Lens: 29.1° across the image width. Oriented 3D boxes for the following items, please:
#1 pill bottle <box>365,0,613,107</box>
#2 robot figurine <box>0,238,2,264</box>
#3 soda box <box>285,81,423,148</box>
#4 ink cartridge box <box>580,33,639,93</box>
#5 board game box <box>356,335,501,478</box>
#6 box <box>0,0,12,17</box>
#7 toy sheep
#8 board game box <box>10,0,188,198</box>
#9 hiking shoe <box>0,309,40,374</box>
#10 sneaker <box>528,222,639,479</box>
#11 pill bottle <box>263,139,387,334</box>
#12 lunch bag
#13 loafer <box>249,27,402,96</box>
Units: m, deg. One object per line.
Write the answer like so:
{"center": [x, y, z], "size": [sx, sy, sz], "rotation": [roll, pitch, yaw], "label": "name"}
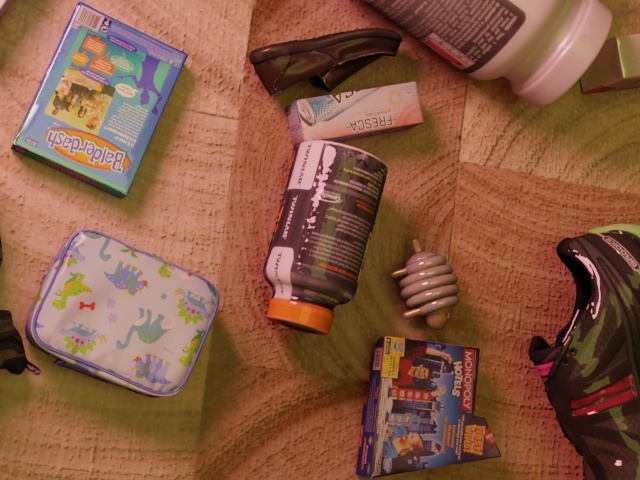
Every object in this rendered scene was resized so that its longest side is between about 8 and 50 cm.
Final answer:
{"center": [0.211, -0.354, 1.714], "size": [0.363, 0.210, 0.210], "rotation": [34, 75, -13], "label": "pill bottle"}
{"center": [-0.476, -0.022, 1.458], "size": [0.174, 0.209, 0.278], "rotation": [-7, 74, -10], "label": "robot figurine"}
{"center": [0.049, -0.175, 1.722], "size": [0.183, 0.058, 0.062], "rotation": [-11, 89, -20], "label": "soda box"}
{"center": [0.501, -0.272, 1.853], "size": [0.198, 0.115, 0.067], "rotation": [-9, 87, -20], "label": "ink cartridge box"}
{"center": [0.158, 0.240, 1.718], "size": [0.194, 0.060, 0.194], "rotation": [10, 82, -19], "label": "board game box"}
{"center": [-0.441, -0.345, 1.555], "size": [0.130, 0.091, 0.170], "rotation": [34, 76, -12], "label": "box"}
{"center": [0.148, 0.061, 1.720], "size": [0.091, 0.091, 0.132], "rotation": [-15, 85, -19], "label": "toy sheep"}
{"center": [-0.288, -0.182, 1.615], "size": [0.160, 0.047, 0.210], "rotation": [25, 77, -15], "label": "board game box"}
{"center": [-0.458, 0.178, 1.503], "size": [0.227, 0.086, 0.114], "rotation": [-31, 93, -18], "label": "hiking shoe"}
{"center": [0.392, 0.215, 1.762], "size": [0.202, 0.185, 0.482], "rotation": [5, 80, 0], "label": "sneaker"}
{"center": [0.000, 0.000, 1.650], "size": [0.131, 0.130, 0.245], "rotation": [18, 79, -16], "label": "pill bottle"}
{"center": [-0.255, 0.097, 1.576], "size": [0.219, 0.090, 0.176], "rotation": [24, 77, -15], "label": "lunch bag"}
{"center": [0.010, -0.246, 1.713], "size": [0.220, 0.080, 0.078], "rotation": [-12, 98, -14], "label": "loafer"}
